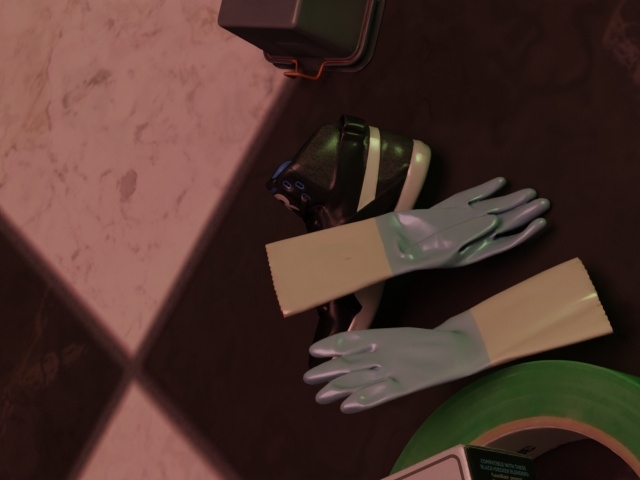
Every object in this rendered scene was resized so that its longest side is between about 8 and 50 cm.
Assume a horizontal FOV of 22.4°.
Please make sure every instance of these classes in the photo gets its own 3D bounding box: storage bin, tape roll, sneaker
[{"bbox_3d":[-0.026,-0.201,1.469,0.135,0.091,0.098,9,84,45],"label":"storage bin"},{"bbox_3d":[0.174,0.249,1.160,0.321,0.077,0.321,-14,69,41],"label":"tape roll"},{"bbox_3d":[0.000,0.000,1.356,0.079,0.121,0.217,168,123,-81],"label":"sneaker"}]

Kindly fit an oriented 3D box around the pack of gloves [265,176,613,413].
[{"bbox_3d":[0.088,0.048,1.255,0.232,0.046,0.195,-17,43,0],"label":"pack of gloves"}]

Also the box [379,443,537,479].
[{"bbox_3d":[0.091,0.304,1.108,0.169,0.087,0.290,-29,60,34],"label":"box"}]
